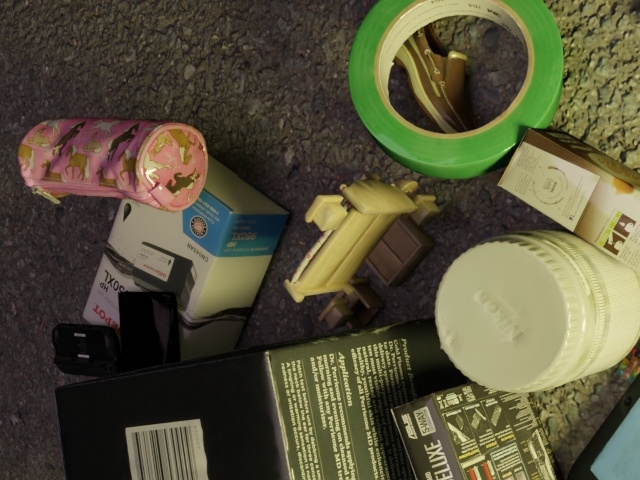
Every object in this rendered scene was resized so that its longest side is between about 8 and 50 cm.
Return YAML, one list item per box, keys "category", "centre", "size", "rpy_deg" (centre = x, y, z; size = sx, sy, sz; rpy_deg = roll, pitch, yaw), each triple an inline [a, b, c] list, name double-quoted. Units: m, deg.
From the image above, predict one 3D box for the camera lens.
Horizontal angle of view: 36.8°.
- category: "camera lens"
  centre: [0.315, 0.094, 1.354]
  size: [0.219, 0.274, 0.219]
  rpy_deg: [1, 92, 38]

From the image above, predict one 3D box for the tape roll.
- category: "tape roll"
  centre: [0.205, -0.256, 1.467]
  size: [0.322, 0.077, 0.321]
  rpy_deg: [-3, 77, 13]

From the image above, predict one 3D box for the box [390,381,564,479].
- category: "box"
  centre: [0.247, 0.326, 1.397]
  size: [0.077, 0.307, 0.242]
  rpy_deg: [-27, 76, 31]

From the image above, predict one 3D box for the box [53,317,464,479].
- category: "box"
  centre: [-0.079, 0.315, 1.544]
  size: [0.480, 0.472, 0.297]
  rpy_deg: [-14, 82, 37]

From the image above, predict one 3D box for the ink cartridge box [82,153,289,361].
- category: "ink cartridge box"
  centre: [-0.271, 0.051, 1.874]
  size: [0.285, 0.166, 0.394]
  rpy_deg: [35, 113, 32]

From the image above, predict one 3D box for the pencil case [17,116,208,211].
- category: "pencil case"
  centre: [-0.381, -0.142, 1.753]
  size: [0.386, 0.160, 0.167]
  rpy_deg: [5, 93, 38]

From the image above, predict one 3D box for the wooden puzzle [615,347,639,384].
- category: "wooden puzzle"
  centre: [0.465, 0.188, 1.411]
  size: [0.083, 0.006, 0.049]
  rpy_deg: [35, 112, 31]

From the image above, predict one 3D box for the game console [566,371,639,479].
- category: "game console"
  centre: [0.496, 0.309, 1.253]
  size: [0.386, 0.060, 0.342]
  rpy_deg: [-62, 25, 20]

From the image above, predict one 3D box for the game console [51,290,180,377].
- category: "game console"
  centre: [-0.402, 0.202, 1.855]
  size: [0.361, 0.044, 0.213]
  rpy_deg: [-1, 92, 39]

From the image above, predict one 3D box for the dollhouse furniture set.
- category: "dollhouse furniture set"
  centre: [0.000, 0.000, 1.545]
  size: [0.173, 0.356, 0.303]
  rpy_deg: [50, 120, 26]

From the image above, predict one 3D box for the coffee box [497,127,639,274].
- category: "coffee box"
  centre: [0.399, -0.060, 1.368]
  size: [0.246, 0.141, 0.098]
  rpy_deg: [37, 113, 30]

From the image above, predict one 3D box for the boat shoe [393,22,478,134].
- category: "boat shoe"
  centre: [0.195, -0.268, 1.551]
  size: [0.095, 0.095, 0.257]
  rpy_deg: [-39, 68, 26]
